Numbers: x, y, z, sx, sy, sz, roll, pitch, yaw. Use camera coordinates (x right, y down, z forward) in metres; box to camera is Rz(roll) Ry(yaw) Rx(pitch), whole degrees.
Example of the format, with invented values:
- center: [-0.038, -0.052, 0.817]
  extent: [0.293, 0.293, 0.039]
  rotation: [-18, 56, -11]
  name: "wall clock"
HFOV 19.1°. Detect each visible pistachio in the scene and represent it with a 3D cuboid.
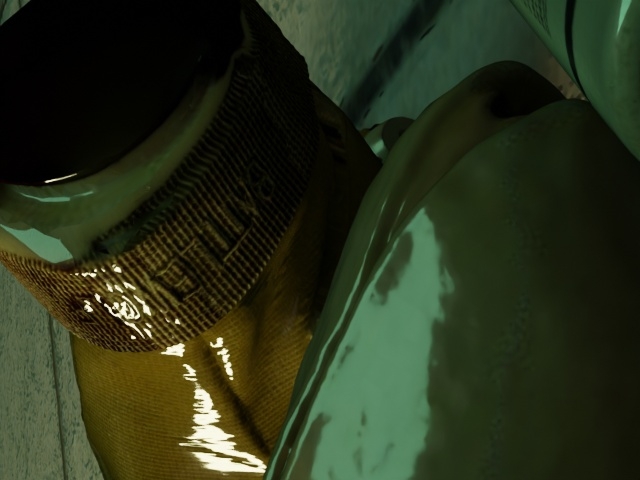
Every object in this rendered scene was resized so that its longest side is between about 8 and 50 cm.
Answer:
- center: [0.045, 0.044, 0.524]
  extent: [0.124, 0.124, 0.184]
  rotation: [-136, 47, -65]
  name: "pistachio"

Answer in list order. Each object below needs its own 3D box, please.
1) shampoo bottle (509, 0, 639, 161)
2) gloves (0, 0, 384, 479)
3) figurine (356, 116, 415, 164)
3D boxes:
- center: [0.067, -0.110, 0.503]
  extent: [0.262, 0.085, 0.085]
  rotation: [-116, 30, -54]
  name: "shampoo bottle"
- center: [-0.014, 0.049, 0.655]
  extent: [0.331, 0.141, 0.154]
  rotation: [66, -170, -48]
  name: "gloves"
- center: [0.002, 0.004, 0.760]
  extent: [0.143, 0.068, 0.101]
  rotation: [0, 99, 56]
  name: "figurine"
